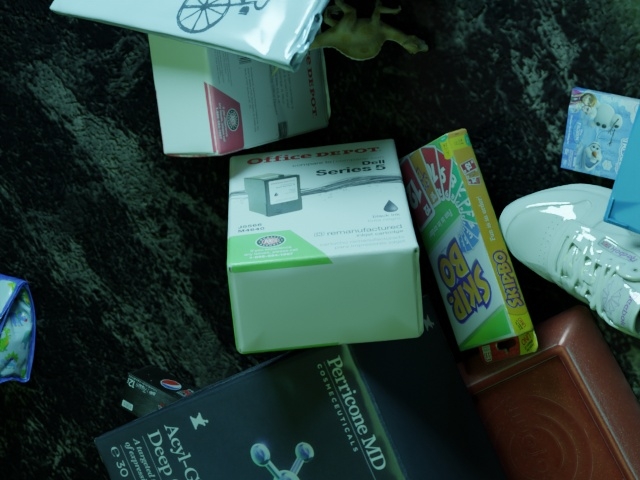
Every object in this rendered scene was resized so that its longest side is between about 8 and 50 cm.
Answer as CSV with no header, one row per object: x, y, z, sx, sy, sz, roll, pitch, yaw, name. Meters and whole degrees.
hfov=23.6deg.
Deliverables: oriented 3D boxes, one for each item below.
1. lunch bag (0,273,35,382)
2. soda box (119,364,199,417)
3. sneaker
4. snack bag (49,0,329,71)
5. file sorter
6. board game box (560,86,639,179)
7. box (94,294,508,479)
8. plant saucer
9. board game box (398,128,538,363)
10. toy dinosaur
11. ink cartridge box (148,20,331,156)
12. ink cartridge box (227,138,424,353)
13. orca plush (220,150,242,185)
-0.475,0.119,2.178,0.129,0.096,0.151,12,94,32,lunch bag
-0.181,0.227,2.034,0.169,0.060,0.053,26,110,25,soda box
0.316,0.026,1.618,0.305,0.152,0.114,22,115,27,sneaker
-0.090,-0.345,1.682,0.342,0.037,0.323,17,67,29,snack bag
0.381,-0.090,1.570,0.118,0.104,0.170,21,113,18,file sorter
0.311,-0.114,1.663,0.090,0.020,0.090,14,110,27,board game box
-0.015,0.280,1.790,0.395,0.212,0.293,-25,87,31,box
0.254,0.241,1.774,0.259,0.048,0.258,-30,85,35,plant saucer
0.166,0.013,1.736,0.124,0.039,0.259,-26,84,63,board game box
0.030,-0.241,1.748,0.183,0.053,0.093,-6,60,-3,toy dinosaur
-0.090,-0.192,1.777,0.092,0.218,0.159,1,103,37,ink cartridge box
0.000,0.000,1.681,0.198,0.273,0.115,-6,118,0,ink cartridge box
-0.034,-0.014,1.855,0.287,0.102,0.151,50,122,12,orca plush
